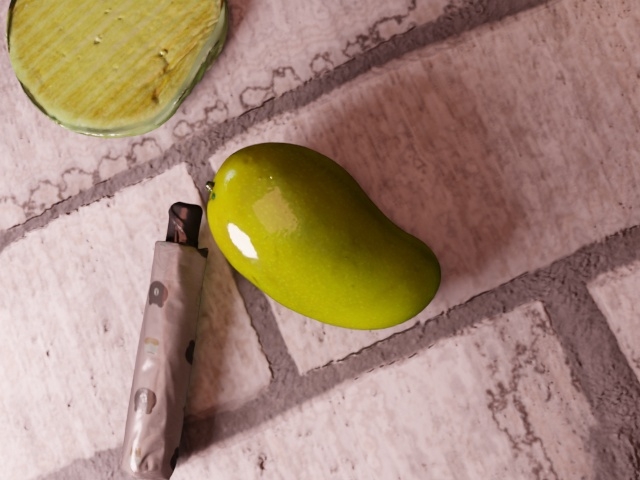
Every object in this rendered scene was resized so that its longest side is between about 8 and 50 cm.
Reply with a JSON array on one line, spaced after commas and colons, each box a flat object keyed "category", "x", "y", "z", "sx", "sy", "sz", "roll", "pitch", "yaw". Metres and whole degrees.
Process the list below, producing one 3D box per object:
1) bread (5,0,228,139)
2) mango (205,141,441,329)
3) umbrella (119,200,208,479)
[{"category": "bread", "x": -0.265, "y": -0.276, "z": 1.138, "sx": 0.302, "sy": 0.045, "sz": 0.301, "roll": -1, "pitch": 83, "yaw": 7}, {"category": "mango", "x": 0.000, "y": 0.000, "z": 1.034, "sx": 0.293, "sy": 0.143, "sz": 0.175, "roll": 32, "pitch": 85, "yaw": -1}, {"category": "umbrella", "x": -0.187, "y": 0.120, "z": 1.082, "sx": 0.073, "sy": 0.067, "sz": 0.337, "roll": 5, "pitch": 85, "yaw": 51}]
